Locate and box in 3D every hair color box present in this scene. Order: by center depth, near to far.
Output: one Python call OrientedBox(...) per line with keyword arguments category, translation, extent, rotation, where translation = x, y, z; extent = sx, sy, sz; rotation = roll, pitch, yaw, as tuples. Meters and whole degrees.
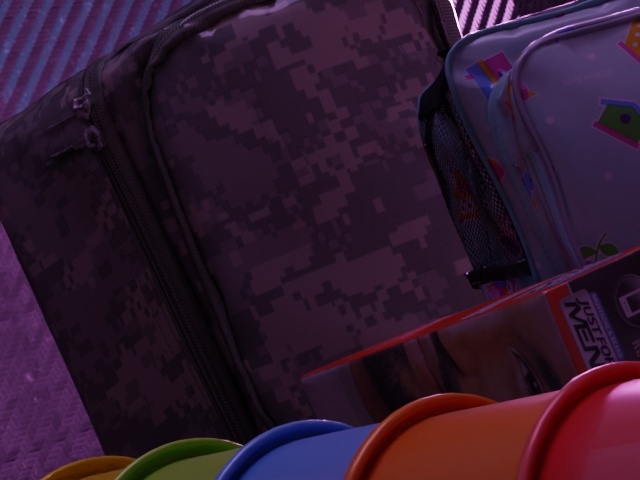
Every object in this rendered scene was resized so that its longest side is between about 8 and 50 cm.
OrientedBox(category="hair color box", translation=(0.066, 0.068, 0.565), extent=(0.053, 0.093, 0.167), rotation=(-21, -4, -32))

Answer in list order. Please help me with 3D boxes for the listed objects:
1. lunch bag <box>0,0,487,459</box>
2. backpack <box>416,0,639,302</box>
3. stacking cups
OrientedBox(category="lunch bag", translation=(0.000, 0.000, 0.867), extent=(0.256, 0.305, 0.212), rotation=(-25, -4, 29))
OrientedBox(category="backpack", translation=(0.140, -0.007, 0.615), extent=(0.166, 0.188, 0.144), rotation=(-17, 2, -8))
OrientedBox(category="stacking cups", translation=(0.018, 0.077, 0.414), extent=(0.096, 0.096, 0.316), rotation=(-19, -4, -39))
